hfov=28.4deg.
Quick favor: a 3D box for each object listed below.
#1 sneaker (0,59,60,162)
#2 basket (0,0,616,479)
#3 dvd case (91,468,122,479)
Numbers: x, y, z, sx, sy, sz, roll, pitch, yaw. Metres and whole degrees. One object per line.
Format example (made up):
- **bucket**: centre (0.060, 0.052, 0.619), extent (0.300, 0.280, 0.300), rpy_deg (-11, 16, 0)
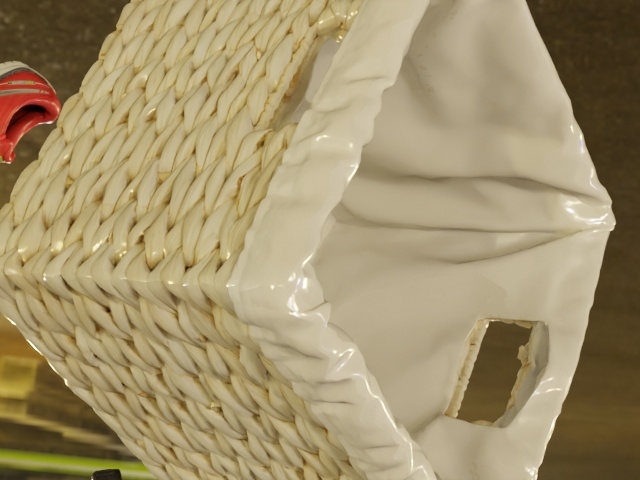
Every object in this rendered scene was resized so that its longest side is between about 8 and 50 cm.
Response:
- **sneaker**: centre (-0.459, -0.136, 1.660), extent (0.118, 0.279, 0.107), rpy_deg (40, 151, 16)
- **basket**: centre (0.000, 0.000, 0.846), extent (0.267, 0.328, 0.331), rpy_deg (1, 142, 32)
- **dvd case**: centre (-0.144, 0.282, 0.917), extent (0.022, 0.180, 0.253), rpy_deg (-6, 158, -11)
